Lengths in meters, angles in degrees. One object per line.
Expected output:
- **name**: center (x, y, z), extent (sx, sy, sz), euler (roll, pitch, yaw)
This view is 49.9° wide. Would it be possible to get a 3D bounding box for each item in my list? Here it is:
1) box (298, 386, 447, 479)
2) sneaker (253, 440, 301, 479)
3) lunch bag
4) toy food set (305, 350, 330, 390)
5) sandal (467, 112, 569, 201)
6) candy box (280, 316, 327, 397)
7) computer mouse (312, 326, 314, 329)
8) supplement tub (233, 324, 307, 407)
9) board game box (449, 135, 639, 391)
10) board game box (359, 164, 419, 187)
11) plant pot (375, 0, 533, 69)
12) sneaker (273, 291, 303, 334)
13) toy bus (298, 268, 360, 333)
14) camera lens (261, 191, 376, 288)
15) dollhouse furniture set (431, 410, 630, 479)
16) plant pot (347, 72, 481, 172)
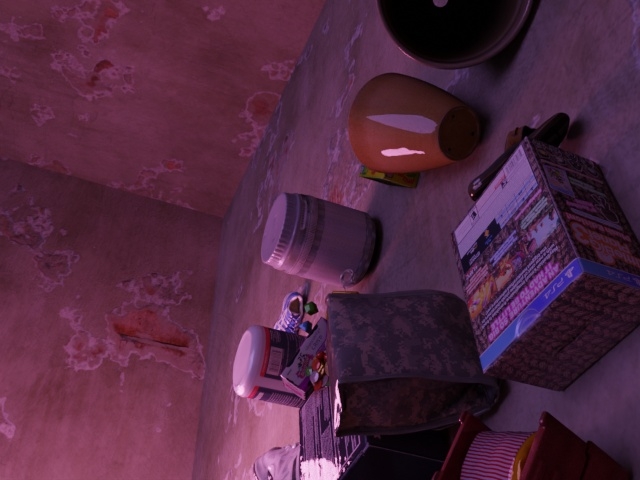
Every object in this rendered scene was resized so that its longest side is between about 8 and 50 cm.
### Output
- **box**: center (0.093, 0.393, 1.402), extent (0.296, 0.183, 0.294), euler (-95, 27, -51)
- **sneaker**: center (-0.031, 0.576, 1.769), extent (0.257, 0.169, 0.447), euler (-49, 5, -3)
- **lunch bag**: center (0.158, 0.213, 1.234), extent (0.235, 0.287, 0.169), euler (-99, 7, -55)
- **toy food set**: center (0.005, 0.268, 1.421), extent (0.083, 0.020, 0.082), euler (36, 99, 51)
- **sandal**: center (0.328, -0.149, 1.159), extent (0.219, 0.090, 0.060), euler (-38, 61, -1)
- **candy box**: center (-0.018, 0.275, 1.576), extent (0.159, 0.071, 0.233), euler (-54, -10, -16)
- **computer mouse**: center (-0.025, 0.358, 2.034), extent (0.071, 0.041, 0.242), euler (123, 156, -45)
- **supplement tub**: center (-0.081, 0.342, 1.831), extent (0.191, 0.272, 0.191), euler (-164, 90, -73)
- **board game box**: center (0.335, 0.033, 1.038), extent (0.291, 0.141, 0.232), euler (-93, 25, -45)
- **board game box**: center (0.176, -0.171, 1.785), extent (0.181, 0.092, 0.043), euler (-157, 82, -72)
- **plant pot**: center (0.277, -0.540, 1.513), extent (0.280, 0.323, 0.323), euler (-78, 8, -76)
- **sneaker**: center (-0.106, 0.269, 2.293), extent (0.081, 0.080, 0.211), euler (152, 130, -71)
- **toy bus**: center (0.068, 0.212, 1.771), extent (0.202, 0.104, 0.191), euler (-41, 57, 5)
- **camera lens**: center (0.000, 0.000, 1.872), extent (0.219, 0.274, 0.219), euler (-164, 90, -72)
- **dollhouse furniture set**: center (0.220, 0.415, 0.868), extent (0.374, 0.152, 0.201), euler (-60, 11, -25)
- **plant pot**: center (0.228, -0.249, 1.534), extent (0.254, 0.237, 0.237), euler (25, 99, 56)
